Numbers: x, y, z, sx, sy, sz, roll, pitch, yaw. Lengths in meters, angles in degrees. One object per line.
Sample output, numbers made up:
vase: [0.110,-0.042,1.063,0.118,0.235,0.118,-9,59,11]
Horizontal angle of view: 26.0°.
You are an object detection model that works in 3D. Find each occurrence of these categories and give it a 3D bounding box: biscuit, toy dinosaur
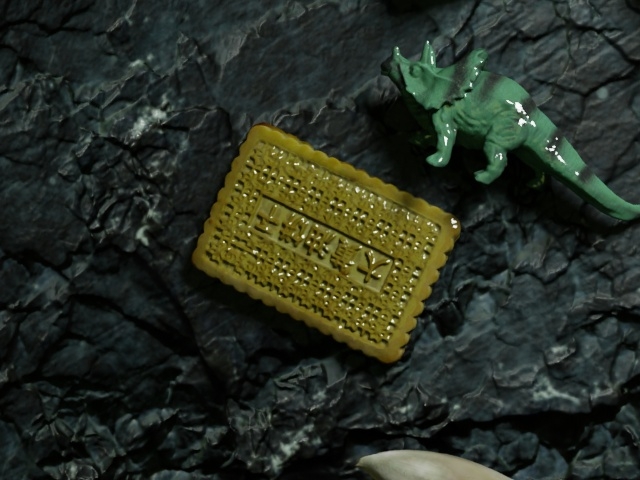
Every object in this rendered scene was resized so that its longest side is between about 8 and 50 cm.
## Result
biscuit: [0.000,0.000,1.415,0.255,0.029,0.172,26,95,17]
toy dinosaur: [0.173,-0.090,1.346,0.292,0.079,0.120,45,101,11]

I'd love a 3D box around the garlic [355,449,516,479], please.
garlic: [0.121,0.344,1.306,0.325,0.132,0.279,17,91,14]
